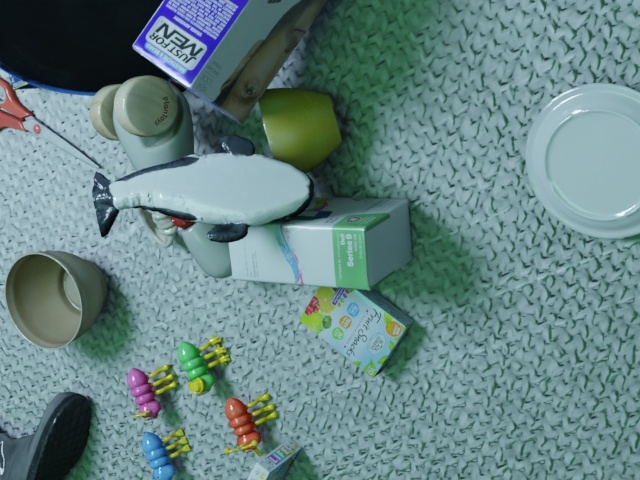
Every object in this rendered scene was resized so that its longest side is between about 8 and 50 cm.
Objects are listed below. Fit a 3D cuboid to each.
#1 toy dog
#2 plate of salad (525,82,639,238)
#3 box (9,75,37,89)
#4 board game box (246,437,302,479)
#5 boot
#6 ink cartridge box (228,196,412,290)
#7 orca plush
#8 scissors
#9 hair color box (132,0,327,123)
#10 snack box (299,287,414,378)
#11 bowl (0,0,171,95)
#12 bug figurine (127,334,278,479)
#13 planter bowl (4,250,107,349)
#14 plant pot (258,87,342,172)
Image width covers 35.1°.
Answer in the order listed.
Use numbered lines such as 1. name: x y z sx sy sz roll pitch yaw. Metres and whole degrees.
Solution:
1. toy dog: -0.188 -0.122 1.459 0.220 0.161 0.333 31 151 41
2. plate of salad: 0.353 -0.099 1.252 0.200 0.048 0.199 14 117 29
3. box: -0.419 -0.289 1.605 0.169 0.059 0.054 -15 92 29
4. board game box: -0.094 0.387 1.564 0.026 0.103 0.154 35 115 16
5. boot: -0.550 0.368 1.799 0.223 0.118 0.338 33 110 23
6. ink cartridge box: 0.000 0.000 1.395 0.213 0.154 0.093 1 106 28
7. orca plush: -0.152 -0.044 1.352 0.287 0.102 0.151 -16 68 -3
8. scissors: -0.481 -0.202 1.679 0.297 0.021 0.108 18 107 25
9. hair color box: -0.070 -0.329 1.276 0.110 0.185 0.338 37 93 17
10. snack box: 0.051 0.116 1.464 0.141 0.037 0.100 37 117 15
11. bowl: -0.296 -0.334 1.351 0.391 0.391 0.077 -30 56 30
12. bug figurine: -0.215 0.279 1.622 0.279 0.072 0.216 -27 88 30
13. planter bowl: -0.422 0.088 1.665 0.162 0.109 0.162 6 104 26
14. plant pot: -0.024 -0.155 1.402 0.095 0.134 0.134 -15 95 3
